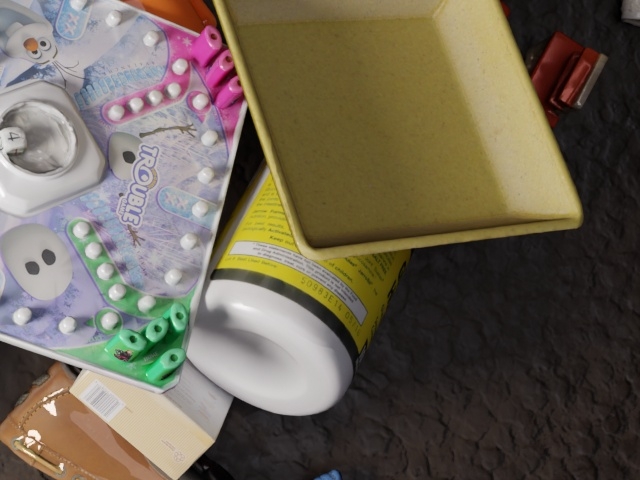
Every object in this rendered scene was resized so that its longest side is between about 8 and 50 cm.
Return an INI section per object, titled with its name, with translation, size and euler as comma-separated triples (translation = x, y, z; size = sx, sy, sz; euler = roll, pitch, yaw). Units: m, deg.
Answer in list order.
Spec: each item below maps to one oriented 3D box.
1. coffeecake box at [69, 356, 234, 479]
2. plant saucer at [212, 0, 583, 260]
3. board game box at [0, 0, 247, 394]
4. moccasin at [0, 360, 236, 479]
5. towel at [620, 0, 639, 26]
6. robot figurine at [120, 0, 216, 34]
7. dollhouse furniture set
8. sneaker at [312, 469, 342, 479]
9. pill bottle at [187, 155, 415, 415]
[coffeecake box]
translation = -0.162, 0.139, 1.664
size = 0.142, 0.185, 0.068
euler = 41, 112, -8
[plant saucer]
translation = 0.062, -0.128, 1.604
size = 0.332, 0.081, 0.333
euler = -6, 66, -30
[board game box]
translation = -0.267, -0.095, 1.511
size = 0.390, 0.050, 0.390
euler = 21, 59, -16
[moccasin]
translation = -0.170, 0.288, 1.685
size = 0.380, 0.139, 0.147
euler = 40, 93, -12
[towel]
translation = 0.495, -0.335, 1.920
size = 0.282, 0.049, 0.187
euler = 6, 85, -12
[robot figurine]
translation = -0.192, -0.224, 1.708
size = 0.158, 0.128, 0.219
euler = -32, 96, -5
[dollhouse furniture set]
translation = 0.177, -0.236, 1.791
size = 0.259, 0.135, 0.262
euler = 31, 81, -10
[sneaker]
translation = 0.056, 0.345, 1.769
size = 0.082, 0.069, 0.209
euler = -41, 97, -16
[pill bottle]
translation = 0.000, 0.000, 1.672
size = 0.188, 0.188, 0.334
euler = 34, 56, -10
